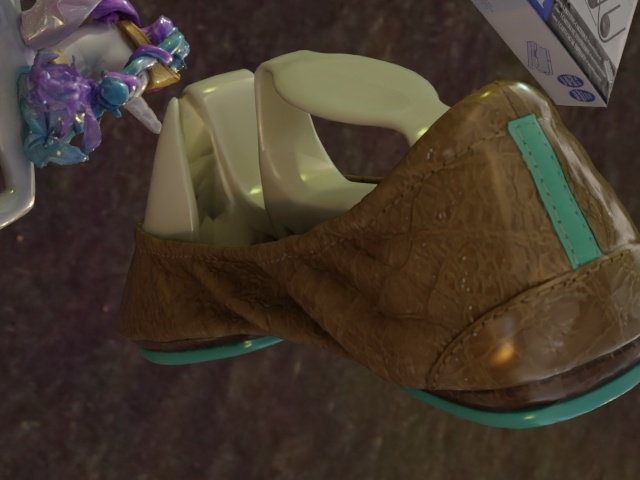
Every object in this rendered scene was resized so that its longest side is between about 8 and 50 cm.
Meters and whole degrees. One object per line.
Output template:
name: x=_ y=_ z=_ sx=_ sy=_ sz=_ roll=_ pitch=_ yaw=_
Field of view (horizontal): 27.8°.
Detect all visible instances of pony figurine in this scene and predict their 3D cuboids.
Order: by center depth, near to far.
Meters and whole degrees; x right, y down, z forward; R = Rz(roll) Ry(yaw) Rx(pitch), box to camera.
pony figurine: x=-0.260 y=-0.177 z=0.971 sx=0.363 sy=0.303 sz=0.351 roll=-40 pitch=127 yaw=-41

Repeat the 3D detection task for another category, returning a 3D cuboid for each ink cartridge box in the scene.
ink cartridge box: x=0.148 y=-0.181 z=0.863 sx=0.207 sy=0.046 sz=0.097 roll=36 pitch=67 yaw=-49

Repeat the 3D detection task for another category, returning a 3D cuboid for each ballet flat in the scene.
ballet flat: x=-0.006 y=-0.011 z=0.510 sx=0.116 sy=0.342 sz=0.124 roll=-23 pitch=101 yaw=-24
